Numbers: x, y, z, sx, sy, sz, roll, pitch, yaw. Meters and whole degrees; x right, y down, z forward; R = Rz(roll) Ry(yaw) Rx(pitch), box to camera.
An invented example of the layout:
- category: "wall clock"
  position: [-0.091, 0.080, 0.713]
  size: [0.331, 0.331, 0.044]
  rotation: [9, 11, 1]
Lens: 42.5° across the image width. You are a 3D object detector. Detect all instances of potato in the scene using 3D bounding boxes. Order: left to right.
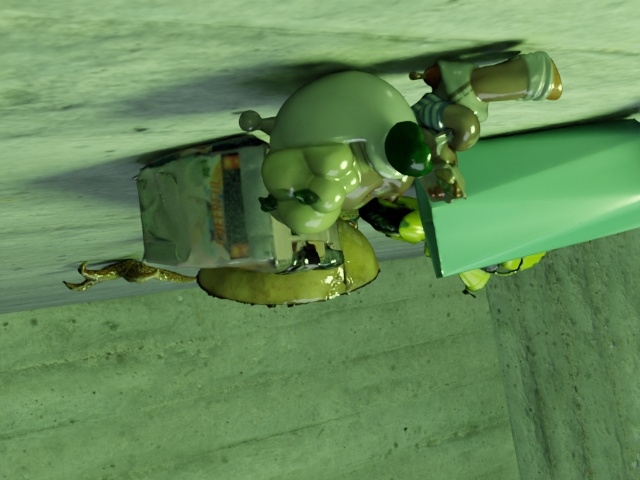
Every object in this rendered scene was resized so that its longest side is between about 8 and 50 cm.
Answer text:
- category: "potato"
  position: [-0.055, 0.018, 1.099]
  size: [0.261, 0.100, 0.120]
  rotation: [-1, -155, 9]

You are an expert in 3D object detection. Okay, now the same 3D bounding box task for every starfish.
- category: "starfish"
  position: [-0.338, 0.058, 1.477]
  size: [0.238, 0.057, 0.213]
  rotation: [-4, -178, -20]

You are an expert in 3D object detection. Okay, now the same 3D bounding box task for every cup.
- category: "cup"
  position: [0.220, -0.052, 0.841]
  size: [0.236, 0.134, 0.148]
  rotation: [-14, 178, 5]

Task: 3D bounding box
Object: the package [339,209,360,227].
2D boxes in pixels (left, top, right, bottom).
- category: "package"
  position: [0.001, -0.002, 1.194]
  size: [0.108, 0.031, 0.120]
  rotation: [-6, 135, -42]

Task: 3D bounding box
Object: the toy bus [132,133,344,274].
- category: "toy bus"
  position: [-0.058, -0.018, 0.778]
  size: [0.138, 0.112, 0.317]
  rotation: [-6, 175, 10]

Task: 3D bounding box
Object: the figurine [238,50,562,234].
- category: "figurine"
  position: [0.051, -0.062, 0.510]
  size: [0.197, 0.093, 0.147]
  rotation: [-10, -174, -6]

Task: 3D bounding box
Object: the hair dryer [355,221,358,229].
- category: "hair dryer"
  position: [-0.058, -0.012, 1.283]
  size: [0.183, 0.044, 0.155]
  rotation: [-10, 175, 42]

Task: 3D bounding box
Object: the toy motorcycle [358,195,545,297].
- category: "toy motorcycle"
  position: [0.220, -0.023, 1.105]
  size: [0.206, 0.142, 0.342]
  rotation: [35, -155, 35]
